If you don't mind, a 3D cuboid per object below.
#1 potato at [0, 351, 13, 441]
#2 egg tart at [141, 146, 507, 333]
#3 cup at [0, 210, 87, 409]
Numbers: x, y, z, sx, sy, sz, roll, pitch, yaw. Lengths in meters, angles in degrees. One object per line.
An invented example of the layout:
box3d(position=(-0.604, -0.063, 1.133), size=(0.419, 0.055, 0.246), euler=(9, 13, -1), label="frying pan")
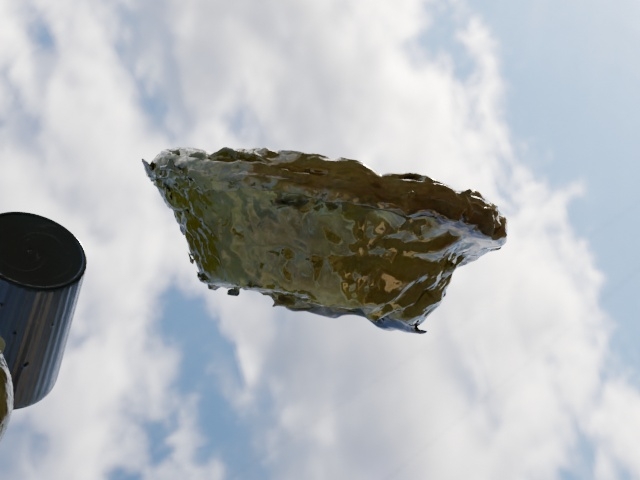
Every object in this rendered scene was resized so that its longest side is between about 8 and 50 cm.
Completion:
box3d(position=(-0.220, 0.094, 0.833), size=(0.096, 0.066, 0.103), euler=(79, -158, -53), label="potato")
box3d(position=(0.000, 0.000, 1.212), size=(0.345, 0.345, 0.132), euler=(18, -98, -54), label="egg tart")
box3d(position=(-0.313, 0.053, 1.298), size=(0.176, 0.155, 0.131), euler=(32, -145, 4), label="cup")
